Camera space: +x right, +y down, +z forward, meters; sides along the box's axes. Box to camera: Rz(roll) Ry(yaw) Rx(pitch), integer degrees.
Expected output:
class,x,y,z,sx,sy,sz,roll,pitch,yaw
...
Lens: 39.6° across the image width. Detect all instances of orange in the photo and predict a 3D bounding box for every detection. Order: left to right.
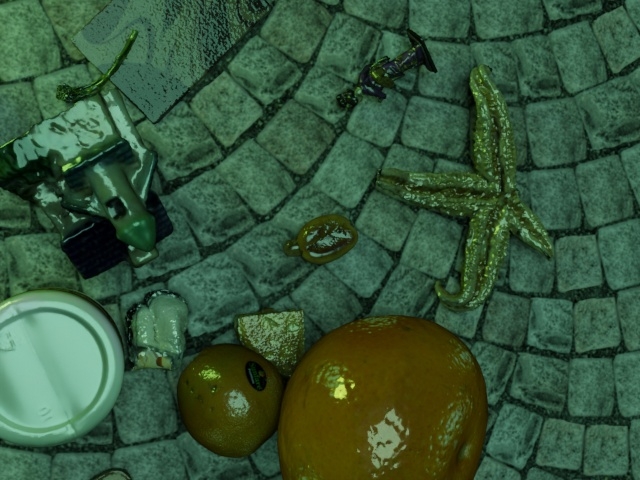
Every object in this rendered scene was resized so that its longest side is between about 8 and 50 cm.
class,x,y,z,sx,sy,sz,roll,pitch,yaw
orange,-0.160,0.284,1.594,0.206,0.206,0.206,0,88,-13
orange,0.103,0.330,1.557,0.326,0.424,0.424,16,84,30

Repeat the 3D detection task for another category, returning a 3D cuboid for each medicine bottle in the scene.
class,x,y,z,sx,sy,sz,roll,pitch,yaw
medicine bottle,-0.460,0.206,1.501,0.252,0.241,0.253,0,88,-13

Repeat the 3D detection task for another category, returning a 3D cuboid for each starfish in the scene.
class,x,y,z,sx,sy,sz,roll,pitch,yaw
starfish,0.283,-0.094,1.755,0.324,0.082,0.432,-25,99,-8

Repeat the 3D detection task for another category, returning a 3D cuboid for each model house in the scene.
class,x,y,z,sx,sy,sz,roll,pitch,yaw
model house,-0.376,-0.074,1.497,0.243,0.298,0.284,-35,96,-11

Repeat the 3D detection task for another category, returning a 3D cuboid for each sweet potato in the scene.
class,x,y,z,sx,sy,sz,roll,pitch,yaw
sweet potato,-0.356,-0.453,1.651,0.115,0.026,0.026,-37,96,-11

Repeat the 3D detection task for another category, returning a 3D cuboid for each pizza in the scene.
class,x,y,z,sx,sy,sz,roll,pitch,yaw
pizza,-0.078,0.186,1.686,0.134,0.046,0.175,-39,97,-10

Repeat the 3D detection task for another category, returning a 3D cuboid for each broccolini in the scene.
class,x,y,z,sx,sy,sz,roll,pitch,yaw
broccolini,-0.397,-0.309,1.616,0.194,0.054,0.052,-40,132,1

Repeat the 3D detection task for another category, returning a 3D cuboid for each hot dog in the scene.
class,x,y,z,sx,sy,sz,roll,pitch,yaw
hot dog,0.001,0.002,1.706,0.140,0.060,0.090,-30,91,-18

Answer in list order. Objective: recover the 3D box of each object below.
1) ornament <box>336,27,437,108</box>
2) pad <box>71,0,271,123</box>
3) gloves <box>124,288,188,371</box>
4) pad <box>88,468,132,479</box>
class,x,y,z,sx,sy,sz,roll,pitch,yaw
ornament,0.126,-0.315,1.738,0.203,0.088,0.081,-39,121,1
pad,-0.273,-0.407,1.665,0.220,0.004,0.330,45,80,-15
gloves,-0.301,0.165,1.626,0.114,0.070,0.153,4,81,-4
pad,-0.419,0.596,1.613,0.286,0.018,0.284,-29,95,-12
